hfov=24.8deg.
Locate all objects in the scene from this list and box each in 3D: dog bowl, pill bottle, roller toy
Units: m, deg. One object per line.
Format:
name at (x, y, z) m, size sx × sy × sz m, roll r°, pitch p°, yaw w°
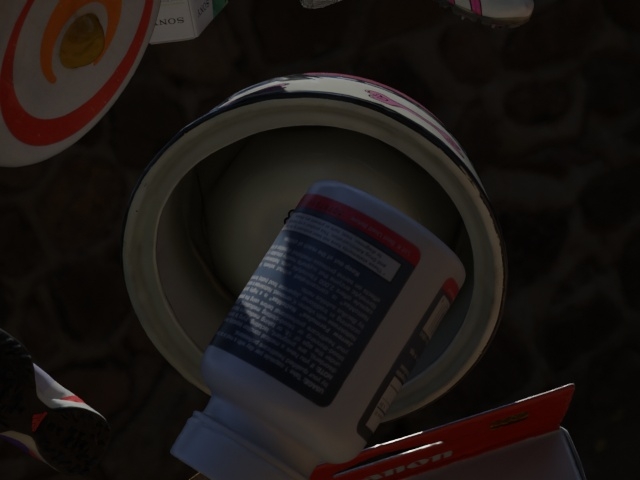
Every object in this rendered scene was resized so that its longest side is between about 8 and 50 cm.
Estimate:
dog bowl at (0.000, 0.000, 1.576) m, size 0.408 × 0.408 × 0.150 m, roll -17°, pitch 26°, yaw 17°
pill bottle at (-0.006, 0.066, 0.837) m, size 0.180 × 0.108 × 0.108 m, roll -57°, pitch 25°, yaw -11°
roller toy at (-0.194, -0.151, 0.899) m, size 0.146 × 0.209 × 0.191 m, roll 29°, pitch 34°, yaw 19°

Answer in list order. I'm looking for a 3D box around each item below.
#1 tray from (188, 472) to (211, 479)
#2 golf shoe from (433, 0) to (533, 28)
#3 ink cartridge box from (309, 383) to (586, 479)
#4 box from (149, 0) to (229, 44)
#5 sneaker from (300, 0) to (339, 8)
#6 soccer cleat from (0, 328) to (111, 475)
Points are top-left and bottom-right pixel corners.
tray at (-0.004, 0.346, 1.474) m, size 0.076 × 0.203 × 0.411 m, roll -37°, pitch -23°, yaw 8°
golf shoe at (0.126, -0.271, 1.380) m, size 0.067 × 0.186 × 0.086 m, roll -44°, pitch -15°, yaw -52°
ink cartridge box at (0.060, 0.201, 1.069) m, size 0.275 × 0.060 × 0.239 m, roll -17°, pitch -20°, yaw -3°
box at (-0.142, -0.376, 1.401) m, size 0.058 × 0.322 × 0.232 m, roll -3°, pitch 25°, yaw 12°
sneaker at (-0.011, -0.274, 1.075) m, size 0.094 × 0.151 × 0.256 m, roll -22°, pitch -4°, yaw -8°
soccer cleat at (-0.372, 0.178, 1.713) m, size 0.116 × 0.318 × 0.109 m, roll 23°, pitch 74°, yaw 38°
